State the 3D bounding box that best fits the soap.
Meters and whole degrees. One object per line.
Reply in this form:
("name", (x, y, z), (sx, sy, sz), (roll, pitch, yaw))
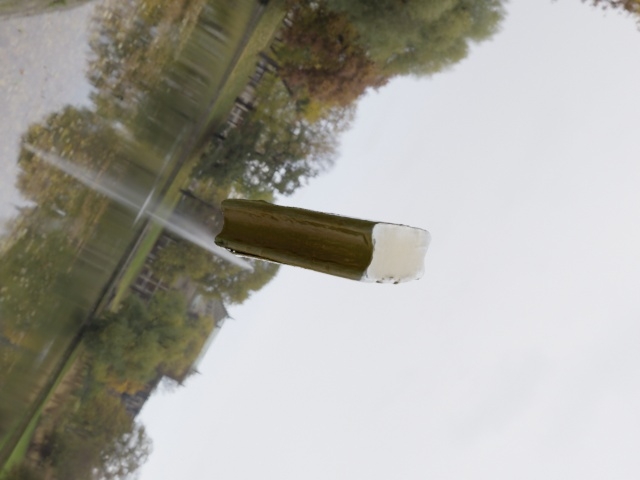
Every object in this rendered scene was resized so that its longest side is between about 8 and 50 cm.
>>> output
("soap", (0.000, 0.000, 0.896), (0.274, 0.173, 0.089), (11, -88, 36))
